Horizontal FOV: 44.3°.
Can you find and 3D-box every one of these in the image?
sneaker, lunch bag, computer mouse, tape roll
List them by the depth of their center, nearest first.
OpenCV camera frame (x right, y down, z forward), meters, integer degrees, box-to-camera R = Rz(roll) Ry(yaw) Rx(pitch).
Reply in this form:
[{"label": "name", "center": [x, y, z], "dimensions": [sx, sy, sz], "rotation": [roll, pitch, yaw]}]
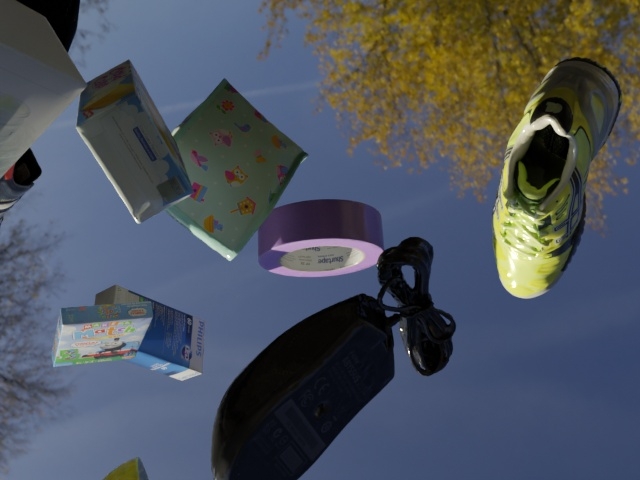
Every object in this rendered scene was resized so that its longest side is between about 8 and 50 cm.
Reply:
[{"label": "computer mouse", "center": [0.001, 0.122, 0.719], "dimensions": [0.272, 0.188, 0.072], "rotation": [-39, -132, -18]}, {"label": "sneaker", "center": [0.299, -0.065, 1.114], "dimensions": [0.145, 0.384, 0.147], "rotation": [26, -136, 29]}, {"label": "lunch bag", "center": [-0.182, -0.115, 1.403], "dimensions": [0.160, 0.223, 0.262], "rotation": [-33, -158, 52]}, {"label": "sneaker", "center": [-0.580, -0.097, 1.420], "dimensions": [0.148, 0.131, 0.350], "rotation": [-30, 175, -26]}, {"label": "tape roll", "center": [0.000, 0.000, 1.713], "dimensions": [0.275, 0.275, 0.090], "rotation": [-14, -112, 29]}]

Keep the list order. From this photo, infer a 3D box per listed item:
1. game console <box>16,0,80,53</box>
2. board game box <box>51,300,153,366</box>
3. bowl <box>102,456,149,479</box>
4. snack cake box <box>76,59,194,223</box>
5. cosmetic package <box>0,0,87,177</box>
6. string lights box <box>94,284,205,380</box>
[{"label": "game console", "center": [-0.649, -0.480, 1.561], "dimensions": [0.044, 0.361, 0.213], "rotation": [-40, 151, -78]}, {"label": "board game box", "center": [-0.414, 0.177, 1.481], "dimensions": [0.211, 0.160, 0.039], "rotation": [125, -44, -53]}, {"label": "bowl", "center": [-0.401, 0.595, 1.565], "dimensions": [0.156, 0.289, 0.289], "rotation": [-16, -148, -11]}, {"label": "snack cake box", "center": [-0.263, -0.147, 1.107], "dimensions": [0.089, 0.152, 0.264], "rotation": [-30, -153, -2]}, {"label": "cosmetic package", "center": [-0.428, -0.173, 0.864], "dimensions": [0.225, 0.224, 0.138], "rotation": [-43, -115, 13]}, {"label": "string lights box", "center": [-0.376, 0.208, 1.742], "dimensions": [0.077, 0.260, 0.133], "rotation": [-24, -127, 33]}]
